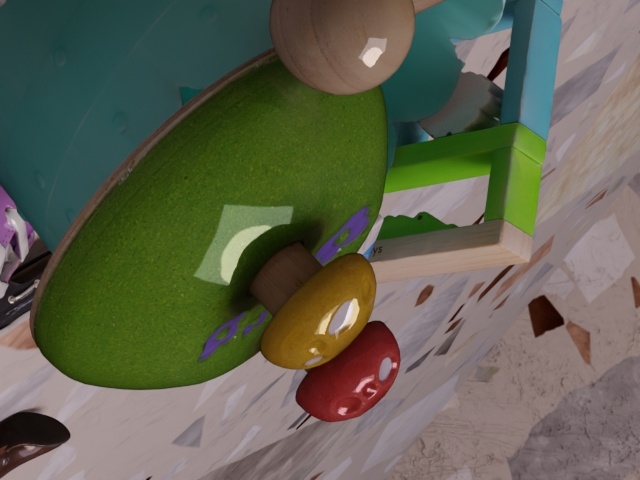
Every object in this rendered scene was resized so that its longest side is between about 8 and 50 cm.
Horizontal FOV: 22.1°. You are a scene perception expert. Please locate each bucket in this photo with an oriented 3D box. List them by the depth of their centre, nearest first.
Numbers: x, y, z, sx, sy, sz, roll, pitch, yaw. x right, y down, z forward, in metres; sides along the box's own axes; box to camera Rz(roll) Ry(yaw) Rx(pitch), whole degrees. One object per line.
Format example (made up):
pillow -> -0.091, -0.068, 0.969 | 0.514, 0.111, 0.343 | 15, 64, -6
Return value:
bucket -> -0.058, -0.111, 0.792 | 0.281, 0.183, 0.281 | -41, 164, -14

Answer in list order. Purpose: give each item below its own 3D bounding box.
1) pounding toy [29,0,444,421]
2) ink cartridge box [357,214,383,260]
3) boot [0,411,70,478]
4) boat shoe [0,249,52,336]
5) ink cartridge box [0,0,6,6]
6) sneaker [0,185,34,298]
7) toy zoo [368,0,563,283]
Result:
pounding toy -> 0.000, 0.000, 0.667 | 0.237, 0.110, 0.183 | -51, 164, 23
ink cartridge box -> -0.010, 0.014, 0.833 | 0.083, 0.028, 0.048 | -37, 163, -25
boot -> -0.262, 0.191, 1.301 | 0.106, 0.037, 0.114 | -3, 133, -50
boat shoe -> -0.202, 0.036, 1.062 | 0.125, 0.046, 0.038 | -23, 112, -29
ink cartridge box -> -0.232, -0.081, 0.483 | 0.261, 0.066, 0.296 | -34, 171, -11
sneaker -> -0.202, 0.054, 0.880 | 0.282, 0.161, 0.102 | -42, 163, -19
toy zoo -> 0.053, -0.117, 0.944 | 0.192, 0.293, 0.030 | -10, 153, 42
